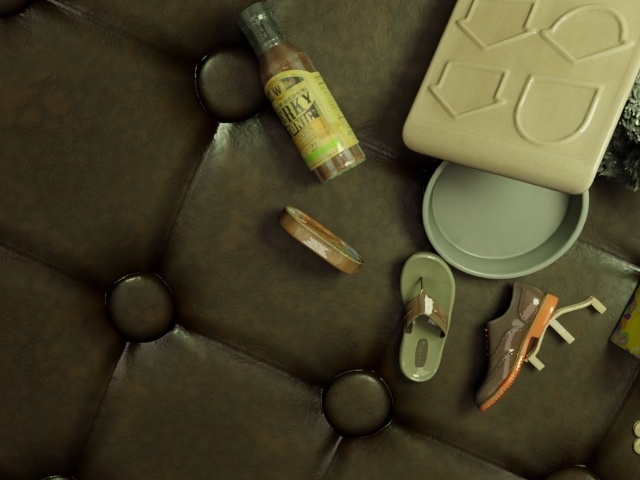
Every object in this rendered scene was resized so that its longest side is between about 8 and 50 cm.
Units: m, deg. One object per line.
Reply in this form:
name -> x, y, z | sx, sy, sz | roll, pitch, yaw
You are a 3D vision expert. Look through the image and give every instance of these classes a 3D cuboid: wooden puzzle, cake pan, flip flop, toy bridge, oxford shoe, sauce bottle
wooden puzzle -> 0.338, -0.274, 0.884 | 0.322, 0.080, 0.348 | 23, 94, 32
cake pan -> 0.339, -0.066, 1.009 | 0.292, 0.054, 0.294 | 4, 118, 8
flip flop -> 0.205, 0.159, 1.067 | 0.112, 0.080, 0.277 | 6, 103, 6
toy bridge -> 0.485, 0.181, 1.093 | 0.063, 0.026, 0.188 | 45, 97, -1
oxford shoe -> 0.366, 0.211, 1.080 | 0.098, 0.097, 0.272 | 29, 94, 18
sauce bottle -> -0.043, -0.274, 1.012 | 0.111, 0.111, 0.345 | -32, 94, 6

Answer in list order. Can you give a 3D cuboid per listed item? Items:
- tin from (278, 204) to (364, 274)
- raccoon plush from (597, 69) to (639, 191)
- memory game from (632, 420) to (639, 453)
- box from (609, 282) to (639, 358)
tin -> 0.000, 0.000, 1.046 | 0.189, 0.106, 0.040 | 36, 98, -2
raccoon plush -> 0.571, -0.245, 0.842 | 0.216, 0.446, 0.299 | -40, 114, -5
memory game -> 0.745, 0.411, 1.120 | 0.186, 0.012, 0.186 | 0, 97, 2
box -> 0.769, 0.139, 1.003 | 0.279, 0.177, 0.290 | 22, 98, -2
